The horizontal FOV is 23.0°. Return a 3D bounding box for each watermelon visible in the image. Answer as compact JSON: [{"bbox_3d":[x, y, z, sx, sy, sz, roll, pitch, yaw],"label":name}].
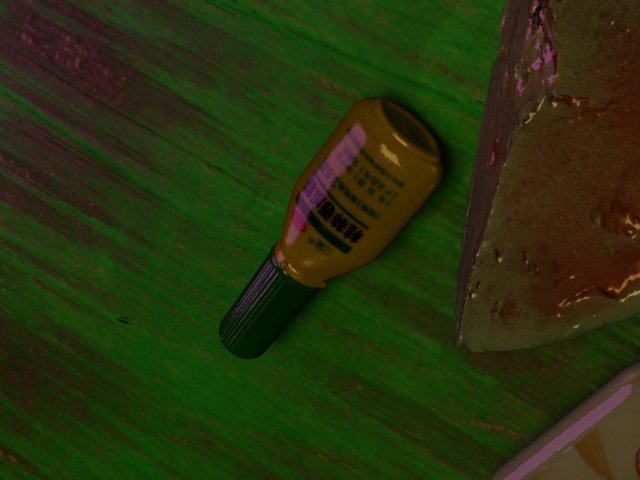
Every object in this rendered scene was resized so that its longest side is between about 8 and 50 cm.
[{"bbox_3d":[0.179,-0.068,1.088,0.224,0.180,0.305,33,120,37],"label":"watermelon"}]

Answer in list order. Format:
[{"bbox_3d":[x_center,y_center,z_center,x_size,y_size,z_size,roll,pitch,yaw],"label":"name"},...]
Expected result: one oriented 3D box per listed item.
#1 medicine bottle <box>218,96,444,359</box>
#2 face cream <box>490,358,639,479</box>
[{"bbox_3d":[0.000,0.000,1.284,0.095,0.064,0.260,47,122,13],"label":"medicine bottle"},{"bbox_3d":[0.257,0.161,1.162,0.291,0.071,0.144,-43,79,31],"label":"face cream"}]
